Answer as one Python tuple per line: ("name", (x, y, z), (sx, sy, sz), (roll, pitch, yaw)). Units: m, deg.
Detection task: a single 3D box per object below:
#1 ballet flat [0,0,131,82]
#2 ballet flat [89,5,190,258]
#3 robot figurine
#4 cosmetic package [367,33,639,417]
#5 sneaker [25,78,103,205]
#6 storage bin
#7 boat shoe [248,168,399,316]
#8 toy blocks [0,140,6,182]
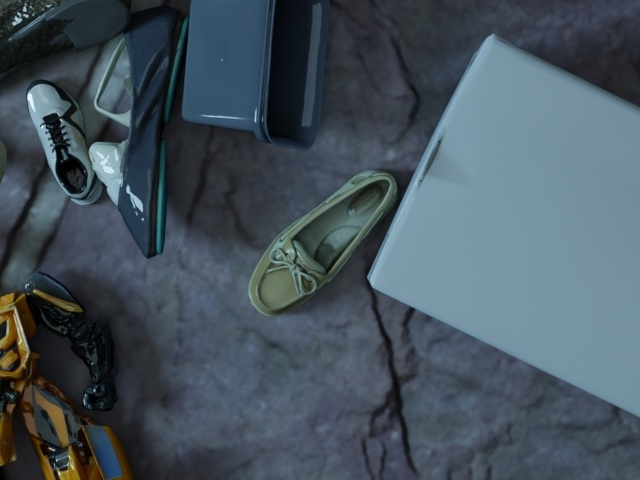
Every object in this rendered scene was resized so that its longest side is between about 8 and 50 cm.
("ballet flat", (-0.267, -0.164, 1.519), (0.249, 0.084, 0.058), (-19, 56, 12))
("ballet flat", (-0.148, -0.088, 1.521), (0.074, 0.074, 0.203), (6, 84, 2))
("robot figurine", (-0.244, 0.169, 1.516), (0.211, 0.085, 0.291), (-21, 90, 1))
("cosmetic package", (0.248, 0.021, 1.469), (0.385, 0.156, 0.217), (28, 91, 2))
("sneaker", (-0.206, -0.081, 1.535), (0.040, 0.044, 0.109), (-26, 88, 4))
("storage bin", (-0.052, -0.143, 1.513), (0.091, 0.098, 0.135), (6, 91, 29))
("boat shoe", (0.002, 0.001, 1.526), (0.153, 0.048, 0.056), (-40, 89, 1))
("toy blocks", (-0.340, -0.044, 1.533), (0.148, 0.054, 0.123), (17, 82, 15))
